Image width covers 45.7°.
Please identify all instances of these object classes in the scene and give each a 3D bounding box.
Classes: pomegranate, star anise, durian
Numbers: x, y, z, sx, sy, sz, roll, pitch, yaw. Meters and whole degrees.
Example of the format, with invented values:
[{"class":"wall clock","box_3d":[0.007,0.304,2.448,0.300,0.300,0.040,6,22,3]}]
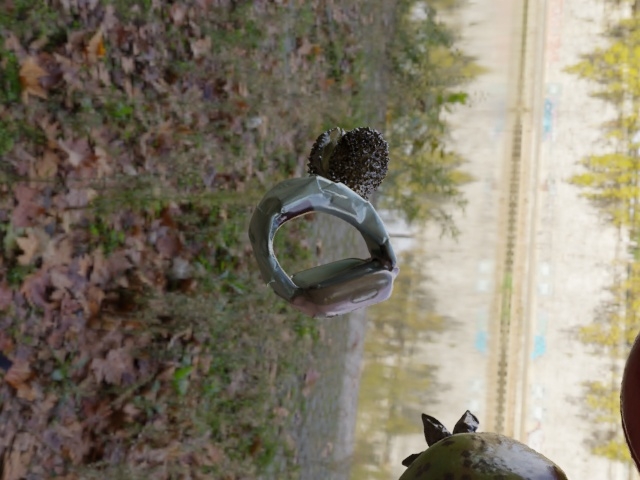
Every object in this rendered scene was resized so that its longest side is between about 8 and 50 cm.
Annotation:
[{"class":"pomegranate","box_3d":[0.180,0.301,0.801,0.246,0.198,0.198,31,63,-58]},{"class":"star anise","box_3d":[0.271,0.415,1.458,0.073,0.212,0.197,107,4,-56]},{"class":"durian","box_3d":[0.068,-0.158,1.685,0.167,0.196,0.196,-26,128,-25]}]

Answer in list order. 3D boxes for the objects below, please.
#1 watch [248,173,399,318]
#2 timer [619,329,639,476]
[{"class":"watch","box_3d":[0.000,0.000,1.355,0.162,0.253,0.241,16,-62,62]},{"class":"timer","box_3d":[0.557,0.203,0.901,0.279,0.378,0.378,58,37,-51]}]
